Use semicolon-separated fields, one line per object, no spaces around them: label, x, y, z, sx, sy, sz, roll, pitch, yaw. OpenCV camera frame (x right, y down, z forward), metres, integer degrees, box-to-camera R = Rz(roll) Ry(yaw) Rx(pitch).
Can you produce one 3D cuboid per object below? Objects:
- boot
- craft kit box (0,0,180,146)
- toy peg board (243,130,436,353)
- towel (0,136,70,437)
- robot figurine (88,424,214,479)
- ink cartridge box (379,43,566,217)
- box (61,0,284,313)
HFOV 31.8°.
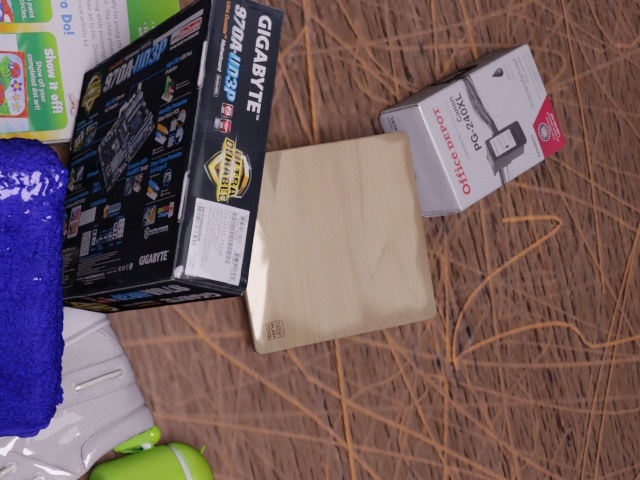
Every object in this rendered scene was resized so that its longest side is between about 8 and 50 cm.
boot;-0.235;0.146;0.777;0.258;0.095;0.123;-30;91;-31
craft kit box;-0.226;-0.192;0.827;0.246;0.061;0.250;-8;93;-29
toy peg board;0.000;0.000;0.959;0.160;0.079;0.161;-11;93;-16
towel;-0.291;0.045;0.606;0.308;0.228;0.076;-5;50;-16
robot figurine;-0.132;0.195;0.862;0.115;0.067;0.101;-13;83;-32
ink cartridge box;0.143;-0.102;1.047;0.150;0.063;0.109;-31;105;-29
box;-0.109;-0.046;0.729;0.051;0.220;0.175;14;76;-30
